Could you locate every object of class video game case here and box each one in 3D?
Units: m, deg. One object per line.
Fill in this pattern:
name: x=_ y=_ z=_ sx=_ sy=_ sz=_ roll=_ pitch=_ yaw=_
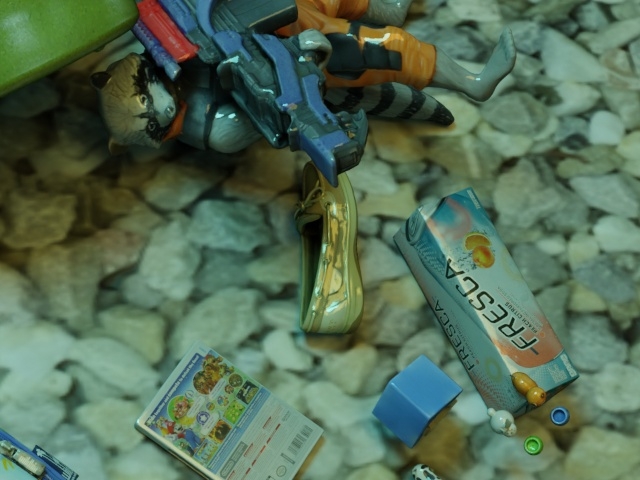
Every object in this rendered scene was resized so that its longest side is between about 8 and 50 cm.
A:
video game case: x=-0.069 y=0.143 z=1.220 sx=0.122 sy=0.011 sz=0.087 roll=36 pitch=60 yaw=0

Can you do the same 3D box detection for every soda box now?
soda box: x=0.133 y=0.053 z=1.305 sx=0.058 sy=0.063 sz=0.183 roll=-22 pitch=75 yaw=-27

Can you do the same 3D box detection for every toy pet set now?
toy pet set: x=0.107 y=0.140 z=1.224 sx=0.114 sy=0.065 sz=0.122 roll=42 pitch=94 yaw=16

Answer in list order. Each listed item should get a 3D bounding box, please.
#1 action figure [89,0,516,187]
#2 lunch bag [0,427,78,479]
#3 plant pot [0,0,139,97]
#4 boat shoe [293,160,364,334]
action figure: x=-0.017 y=-0.119 z=1.276 sx=0.330 sy=0.178 sz=0.341 roll=-11 pitch=45 yaw=-19
lunch bag: x=-0.243 y=0.176 z=1.022 sx=0.176 sy=0.219 sz=0.090 roll=34 pitch=59 yaw=-1
plant pot: x=-0.306 y=-0.260 z=1.124 sx=0.366 sy=0.366 sz=0.353 roll=-31 pitch=103 yaw=-29
boat shoe: x=-0.001 y=0.001 z=1.289 sx=0.048 sy=0.056 sz=0.153 roll=2 pitch=72 yaw=-24
